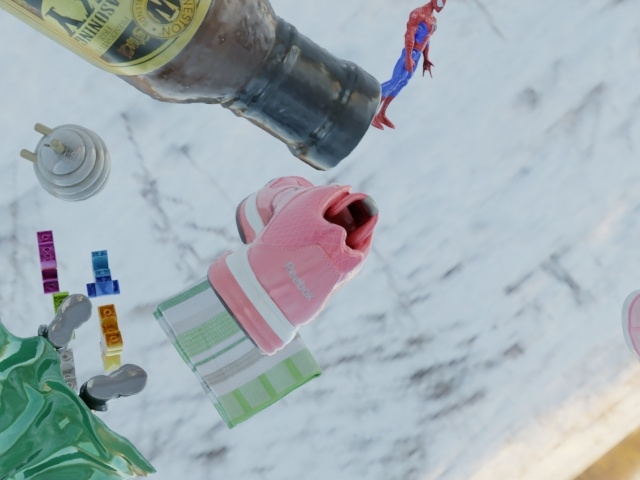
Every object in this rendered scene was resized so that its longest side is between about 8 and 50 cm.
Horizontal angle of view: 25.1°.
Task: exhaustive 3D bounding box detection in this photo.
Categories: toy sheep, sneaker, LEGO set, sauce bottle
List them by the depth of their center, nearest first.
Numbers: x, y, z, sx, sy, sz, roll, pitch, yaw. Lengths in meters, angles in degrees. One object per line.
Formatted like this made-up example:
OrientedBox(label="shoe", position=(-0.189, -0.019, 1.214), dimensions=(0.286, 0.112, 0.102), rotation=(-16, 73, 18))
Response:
OrientedBox(label="sauce bottle", position=(-0.116, -0.157, 0.849), dimensions=(0.111, 0.344, 0.111), rotation=(-47, -154, 31))
OrientedBox(label="sneaker", position=(0.308, 0.104, 1.230), dimensions=(0.051, 0.134, 0.070), rotation=(-26, -167, -25))
OrientedBox(label="sneaker", position=(0.000, 0.001, 1.288), dimensions=(0.136, 0.116, 0.314), rotation=(-33, -168, 14))
OrientedBox(label="toy sheep", position=(-0.269, -0.085, 1.540), dimensions=(0.091, 0.091, 0.132), rotation=(-39, 167, 1))
OrientedBox(label="LEGO set", position=(-0.266, 0.100, 1.639), dimensions=(0.087, 0.227, 0.093), rotation=(-7, 141, -12))

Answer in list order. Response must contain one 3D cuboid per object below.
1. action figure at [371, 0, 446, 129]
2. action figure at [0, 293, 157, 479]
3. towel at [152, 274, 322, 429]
OrientedBox(label="action figure", position=(0.071, -0.141, 1.118), dimensions=(0.038, 0.030, 0.115), rotation=(-9, 125, -59))
OrientedBox(label="action figure", position=(-0.179, 0.111, 0.833), dimensions=(0.063, 0.137, 0.232), rotation=(-33, 175, -42))
OrientedBox(label="towel", position=(-0.083, 0.097, 1.422), dimensions=(0.113, 0.152, 0.023), rotation=(-31, 159, -12))
